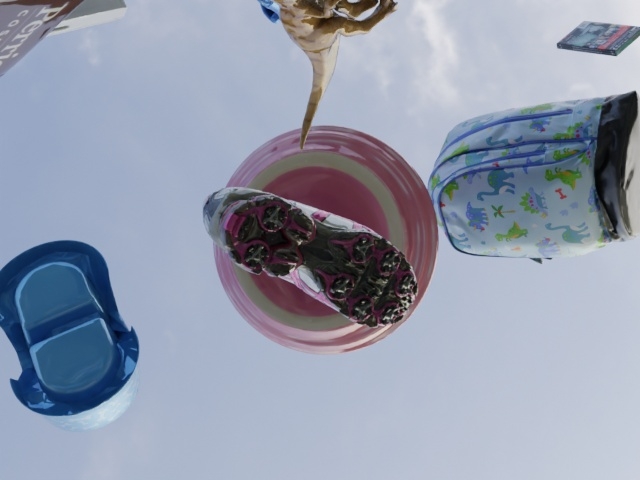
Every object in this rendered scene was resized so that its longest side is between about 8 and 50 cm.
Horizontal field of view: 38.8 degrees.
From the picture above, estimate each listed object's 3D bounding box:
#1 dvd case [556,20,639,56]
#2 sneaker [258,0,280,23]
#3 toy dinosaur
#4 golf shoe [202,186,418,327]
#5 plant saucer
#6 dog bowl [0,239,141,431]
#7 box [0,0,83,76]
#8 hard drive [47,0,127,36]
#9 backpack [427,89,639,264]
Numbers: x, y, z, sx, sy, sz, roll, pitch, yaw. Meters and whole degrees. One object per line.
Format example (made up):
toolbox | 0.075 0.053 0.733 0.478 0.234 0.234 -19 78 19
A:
dvd case | 0.481 -0.349 1.563 0.087 0.119 0.013 -40 -50 -27
sneaker | -0.027 -0.381 1.325 0.126 0.240 0.091 -36 -96 26
toy dinosaur | 0.001 -0.164 0.703 0.112 0.211 0.064 -26 -114 2
golf shoe | -0.004 0.006 0.686 0.186 0.086 0.068 29 -87 -31
plant saucer | 0.000 0.000 1.288 0.331 0.084 0.333 0 -89 11
dog bowl | -0.335 0.128 1.210 0.165 0.297 0.074 -23 -40 -13
box | -0.280 -0.076 0.306 0.143 0.191 0.381 57 -150 -5
hard drive | -0.421 -0.426 1.247 0.203 0.040 0.308 -22 -97 -28
backpack | 0.364 -0.101 1.574 0.273 0.355 0.290 -57 -38 -30
